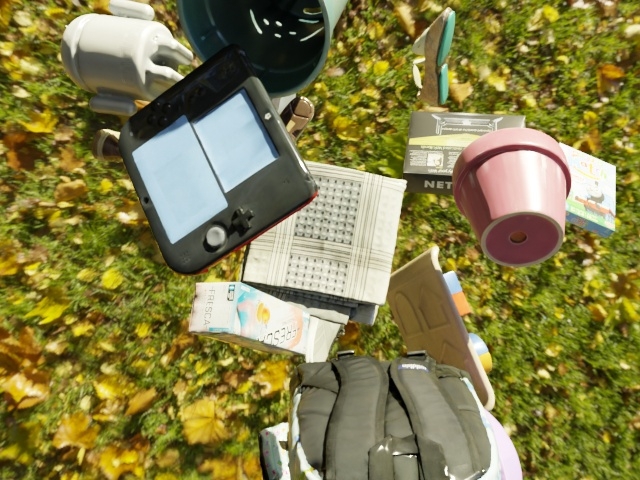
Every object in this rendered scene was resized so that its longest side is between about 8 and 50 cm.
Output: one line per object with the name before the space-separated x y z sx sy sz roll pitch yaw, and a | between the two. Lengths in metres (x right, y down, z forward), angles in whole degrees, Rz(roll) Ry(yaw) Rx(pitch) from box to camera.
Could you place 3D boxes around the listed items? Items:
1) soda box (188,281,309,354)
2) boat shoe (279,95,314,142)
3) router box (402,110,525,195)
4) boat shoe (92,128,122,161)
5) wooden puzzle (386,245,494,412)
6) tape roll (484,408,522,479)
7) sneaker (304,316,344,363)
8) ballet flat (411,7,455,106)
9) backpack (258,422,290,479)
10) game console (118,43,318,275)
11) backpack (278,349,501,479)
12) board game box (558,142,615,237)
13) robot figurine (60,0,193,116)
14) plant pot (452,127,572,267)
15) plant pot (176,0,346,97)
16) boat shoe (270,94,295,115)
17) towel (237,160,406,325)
soda box | -0.079 0.099 0.681 0.063 0.183 0.058 -3 72 24
boat shoe | -0.113 -0.248 1.422 0.257 0.095 0.095 -45 92 -10
router box | 0.382 -0.231 1.491 0.308 0.243 0.081 5 143 12
boat shoe | -0.564 -0.292 1.748 0.123 0.342 0.123 12 102 9
wooden puzzle | 0.268 0.209 1.264 0.080 0.322 0.348 -13 78 -16
tape roll | 0.215 0.423 1.020 0.090 0.274 0.275 12 100 -54
sneaker | 0.013 0.240 1.414 0.108 0.100 0.272 5 85 1
ballet flat | 0.314 -0.518 1.607 0.106 0.316 0.108 20 56 20
backpack | -0.088 0.543 1.372 0.115 0.152 0.182 -15 58 -2
game console | -0.222 -0.157 1.119 0.342 0.060 0.387 -33 72 17
backpack | 0.089 0.281 0.689 0.290 0.355 0.273 2 83 -1
board game box | 0.639 -0.126 1.372 0.160 0.039 0.212 22 56 -3
robot figurine | -0.517 -0.475 1.459 0.353 0.200 0.300 11 88 13
plant pot | 0.333 -0.061 0.961 0.201 0.180 0.201 4 135 4
plant pot | -0.086 -0.553 1.261 0.341 0.334 0.341 14 136 14
boat shoe | -0.178 -0.531 1.895 0.156 0.136 0.367 22 130 18
towel | 0.000 0.000 1.172 0.312 0.056 0.324 12 86 4
